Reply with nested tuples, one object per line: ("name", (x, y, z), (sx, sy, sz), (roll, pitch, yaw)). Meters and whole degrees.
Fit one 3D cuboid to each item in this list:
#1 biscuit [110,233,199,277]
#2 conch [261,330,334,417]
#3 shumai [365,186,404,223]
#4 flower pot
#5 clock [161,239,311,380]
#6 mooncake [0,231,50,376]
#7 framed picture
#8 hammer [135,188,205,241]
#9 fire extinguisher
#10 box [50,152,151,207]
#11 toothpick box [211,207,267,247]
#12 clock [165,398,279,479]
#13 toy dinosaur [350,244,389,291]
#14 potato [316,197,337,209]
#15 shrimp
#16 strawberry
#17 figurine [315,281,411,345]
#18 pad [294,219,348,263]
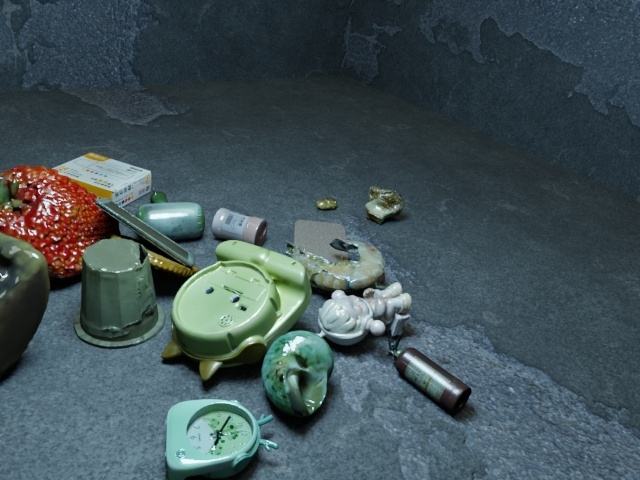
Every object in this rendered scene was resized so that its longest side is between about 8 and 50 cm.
("biscuit", (-0.445, 0.045, 1.469), (0.254, 0.035, 0.254), (25, -2, 1))
("conch", (-0.046, 0.286, 1.184), (0.188, 0.122, 0.176), (-26, 64, -41))
("shumai", (0.220, -0.121, 1.970), (0.146, 0.145, 0.116), (25, 52, 27))
("flower pot", (-0.475, 0.116, 1.297), (0.212, 0.202, 0.212), (10, 30, -6))
("clock", (-0.213, 0.161, 1.282), (0.286, 0.117, 0.348), (17, 49, 30))
("mooncake", (-0.748, 0.127, 1.007), (0.246, 0.394, 0.393), (16, 70, 19))
("framed picture", (-0.474, -0.024, 1.490), (0.293, 0.018, 0.231), (36, -3, -13))
("hammer", (-0.505, -0.102, 1.770), (0.207, 0.118, 0.335), (-4, 25, -24))
("fire extinguisher", (0.240, 0.293, 1.262), (0.071, 0.099, 0.231), (-14, 38, -42))
("box", (-0.763, -0.205, 1.887), (0.274, 0.091, 0.221), (16, 30, 13))
("toothpick box", (-0.254, -0.039, 1.717), (0.149, 0.098, 0.098), (15, 30, 14))
("clock", (-0.188, 0.379, 1.038), (0.211, 0.066, 0.159), (1, 31, -13))
("toy dinosaur", (0.162, 0.090, 1.644), (0.167, 0.053, 0.242), (14, 30, 8))
("potato", (0.023, -0.136, 2.015), (0.083, 0.040, 0.051), (-7, 28, -27))
("shrimp", (0.032, 0.054, 1.594), (0.360, 0.085, 0.247), (19, 38, 40))
("strawberry", (-0.712, -0.024, 1.467), (0.351, 0.267, 0.312), (22, 45, -41))
("figurine", (0.093, 0.190, 1.385), (0.257, 0.144, 0.181), (-6, 53, -28))
("pad", (0.000, 0.000, 1.809), (0.176, 0.002, 0.266), (6, 30, -5))
